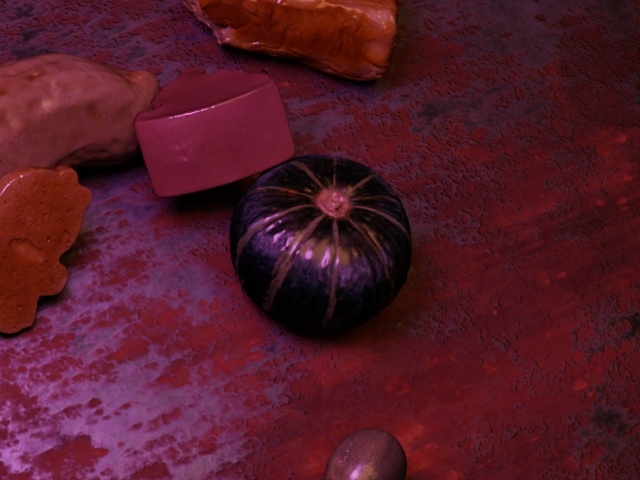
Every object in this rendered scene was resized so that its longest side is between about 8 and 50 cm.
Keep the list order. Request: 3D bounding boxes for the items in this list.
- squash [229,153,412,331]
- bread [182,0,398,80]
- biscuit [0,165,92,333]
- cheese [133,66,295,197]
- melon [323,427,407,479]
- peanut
[{"bbox_3d":[0.000,0.000,1.580,0.252,0.165,0.252,6,50,-7],"label":"squash"},{"bbox_3d":[-0.043,-0.359,1.795,0.344,0.149,0.195,12,46,-10],"label":"bread"},{"bbox_3d":[-0.376,0.004,1.452,0.166,0.036,0.226,25,88,-41],"label":"biscuit"},{"bbox_3d":[-0.170,-0.148,1.575,0.177,0.128,0.203,-33,32,-35],"label":"cheese"},{"bbox_3d":[0.054,0.295,1.462,0.098,0.098,0.131,37,53,5],"label":"melon"},{"bbox_3d":[-0.374,-0.142,1.530,0.387,0.192,0.169,-21,35,-34],"label":"peanut"}]
